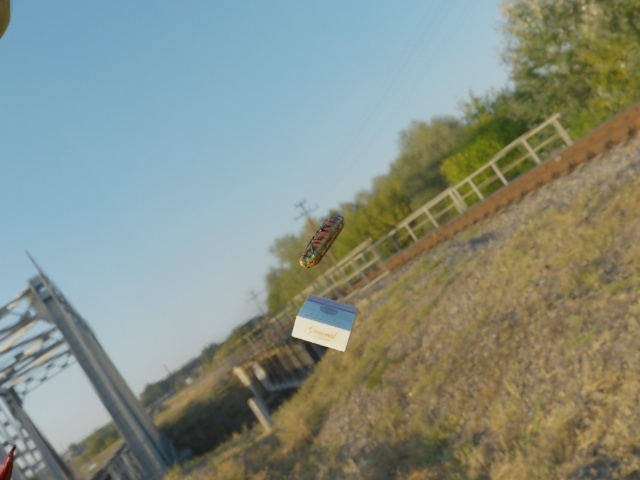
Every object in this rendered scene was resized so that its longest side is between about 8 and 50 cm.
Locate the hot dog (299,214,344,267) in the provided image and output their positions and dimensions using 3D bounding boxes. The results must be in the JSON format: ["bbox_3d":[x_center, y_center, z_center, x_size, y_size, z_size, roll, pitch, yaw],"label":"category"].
[{"bbox_3d":[0.000,0.000,1.365,0.049,0.037,0.122,-29,21,54],"label":"hot dog"}]

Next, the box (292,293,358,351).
[{"bbox_3d":[0.011,0.148,1.457,0.152,0.100,0.048,-58,-15,-74],"label":"box"}]

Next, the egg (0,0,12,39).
[{"bbox_3d":[-0.617,-0.403,1.248,0.219,0.269,0.219,-61,9,17],"label":"egg"}]

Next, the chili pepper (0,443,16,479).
[{"bbox_3d":[-0.577,0.454,1.432,0.045,0.027,0.178,163,121,-87],"label":"chili pepper"}]
